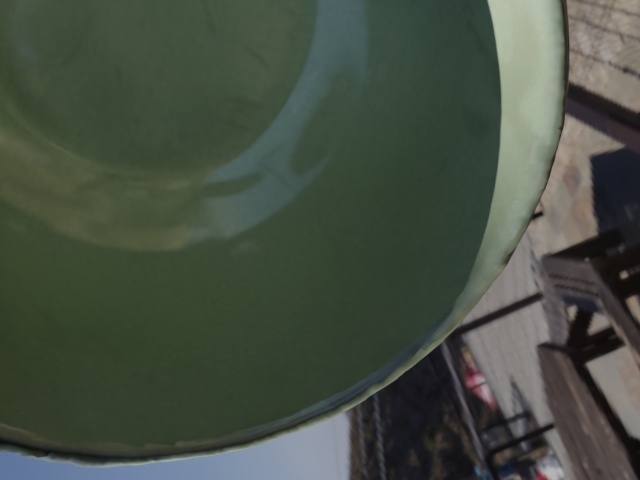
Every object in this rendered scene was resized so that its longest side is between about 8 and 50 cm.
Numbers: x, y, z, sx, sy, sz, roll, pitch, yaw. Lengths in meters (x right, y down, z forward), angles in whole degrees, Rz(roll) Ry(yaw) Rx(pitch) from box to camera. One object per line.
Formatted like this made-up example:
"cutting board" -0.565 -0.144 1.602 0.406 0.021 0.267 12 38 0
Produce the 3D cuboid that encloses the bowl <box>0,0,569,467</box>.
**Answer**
"bowl" -0.067 -0.076 0.399 0.163 0.307 0.307 -109 -2 -59
